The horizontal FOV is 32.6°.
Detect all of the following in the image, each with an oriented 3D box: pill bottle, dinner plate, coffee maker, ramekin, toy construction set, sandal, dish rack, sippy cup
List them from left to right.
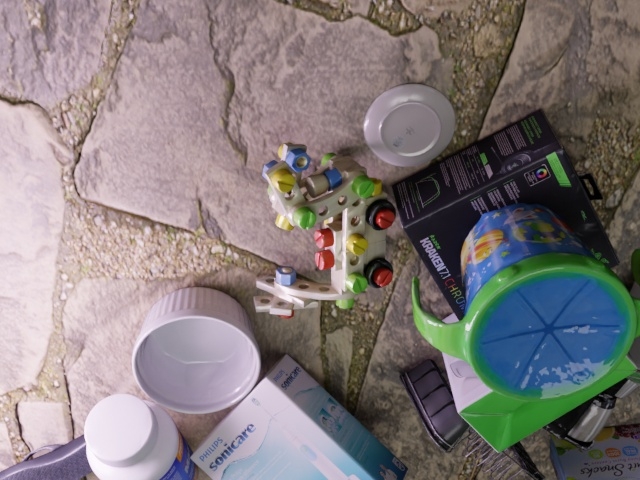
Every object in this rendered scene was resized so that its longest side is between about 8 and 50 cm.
[{"bbox_3d":[-0.469,0.400,1.962,0.254,0.054,0.097,-23,129,-1],"label":"sandal"},{"bbox_3d":[-0.300,0.356,1.823,0.152,0.152,0.272,-9,150,1],"label":"pill bottle"},{"bbox_3d":[-0.201,0.173,1.795,0.207,0.109,0.207,-2,123,-3],"label":"ramekin"},{"bbox_3d":[0.000,0.000,1.673,0.215,0.151,0.328,-13,135,-25],"label":"toy construction set"},{"bbox_3d":[0.136,-0.171,1.654,0.141,0.017,0.141,-1,124,-2],"label":"dinner plate"},{"bbox_3d":[0.270,0.329,1.884,0.074,0.208,0.271,-44,118,11],"label":"dish rack"},{"bbox_3d":[0.298,0.068,1.540,0.305,0.224,0.240,23,117,-20],"label":"sippy cup"},{"bbox_3d":[0.447,0.251,1.891,0.171,0.120,0.178,19,119,-15],"label":"coffee maker"}]

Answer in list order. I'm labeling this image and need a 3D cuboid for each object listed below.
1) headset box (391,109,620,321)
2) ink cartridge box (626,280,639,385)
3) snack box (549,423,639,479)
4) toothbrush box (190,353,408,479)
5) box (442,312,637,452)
[{"bbox_3d":[0.294,-0.028,1.690,0.283,0.131,0.246,-26,122,11],"label":"headset box"},{"bbox_3d":[0.638,0.178,1.803,0.289,0.121,0.211,30,79,-21],"label":"ink cartridge box"},{"bbox_3d":[0.537,0.420,1.975,0.207,0.174,0.070,-6,124,0],"label":"snack box"},{"bbox_3d":[-0.036,0.379,1.860,0.295,0.126,0.216,42,110,1],"label":"toothbrush box"},{"bbox_3d":[0.340,0.172,1.764,0.262,0.231,0.127,-35,119,17],"label":"box"}]
